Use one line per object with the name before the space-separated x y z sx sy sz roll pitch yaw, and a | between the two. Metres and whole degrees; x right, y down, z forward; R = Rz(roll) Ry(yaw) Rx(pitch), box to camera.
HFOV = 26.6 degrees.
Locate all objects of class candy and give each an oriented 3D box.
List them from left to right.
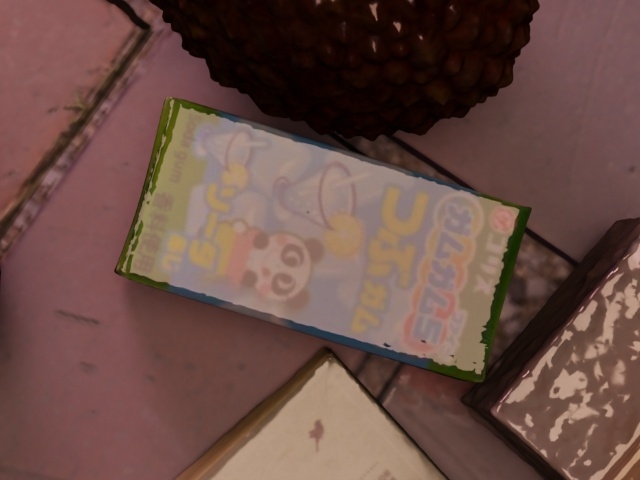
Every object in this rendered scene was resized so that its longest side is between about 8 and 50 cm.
candy | 0.000 0.000 0.694 0.195 0.062 0.097 17 85 -5

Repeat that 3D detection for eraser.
eraser | 0.245 0.148 0.693 0.343 0.078 0.144 42 83 -4

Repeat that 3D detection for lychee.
lychee | 0.016 -0.134 0.651 0.188 0.188 0.188 0 87 -5

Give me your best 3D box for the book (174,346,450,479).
book | 0.028 0.226 0.701 0.201 0.026 0.289 -41 91 -6
